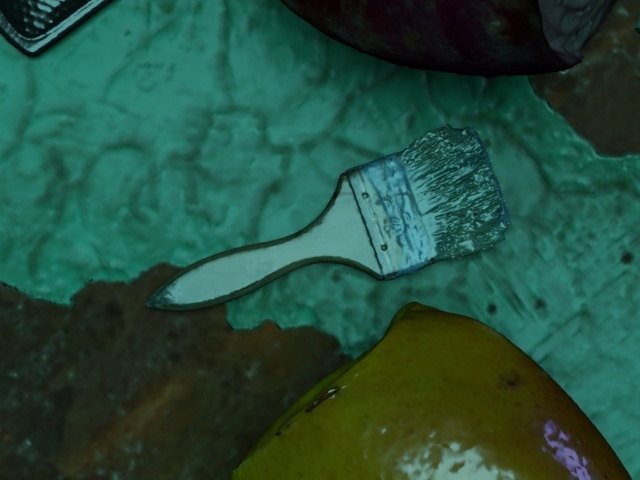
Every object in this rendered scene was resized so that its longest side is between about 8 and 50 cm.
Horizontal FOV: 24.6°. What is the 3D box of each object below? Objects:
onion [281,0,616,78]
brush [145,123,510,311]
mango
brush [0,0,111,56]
[{"bbox_3d":[0.046,-0.215,0.684,0.230,0.272,0.256,20,92,14],"label":"onion"},{"bbox_3d":[0.000,0.000,0.767,0.196,0.021,0.070,-20,84,0],"label":"brush"},{"bbox_3d":[0.081,0.167,0.696,0.257,0.138,0.187,45,100,9],"label":"mango"},{"bbox_3d":[-0.100,-0.176,0.782,0.193,0.016,0.063,-37,87,-2],"label":"brush"}]
